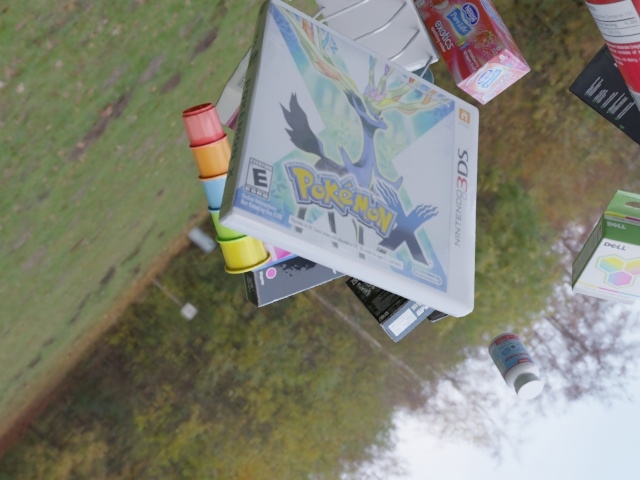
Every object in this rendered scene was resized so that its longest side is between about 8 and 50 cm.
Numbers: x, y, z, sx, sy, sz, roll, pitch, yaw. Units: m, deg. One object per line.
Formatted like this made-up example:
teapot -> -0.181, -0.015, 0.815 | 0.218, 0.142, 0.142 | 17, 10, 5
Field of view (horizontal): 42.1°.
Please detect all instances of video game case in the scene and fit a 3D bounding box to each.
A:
video game case -> 0.053, -0.097, 0.978 | 0.036, 0.329, 0.300 | -32, -137, 50

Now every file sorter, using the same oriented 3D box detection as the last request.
file sorter -> 0.087, -0.436, 1.723 | 0.193, 0.277, 0.173 | -17, -155, 31

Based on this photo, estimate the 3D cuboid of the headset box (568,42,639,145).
headset box -> 0.654, -0.320, 1.579 | 0.131, 0.283, 0.246 | -46, 172, -36

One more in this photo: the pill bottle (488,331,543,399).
pill bottle -> 0.480, 0.308, 2.037 | 0.087, 0.087, 0.160 | -46, -142, 18

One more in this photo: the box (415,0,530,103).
box -> 0.323, -0.439, 1.780 | 0.128, 0.257, 0.123 | -35, 147, 26

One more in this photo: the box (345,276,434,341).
box -> 0.165, 0.085, 1.652 | 0.180, 0.077, 0.147 | -41, -135, -1

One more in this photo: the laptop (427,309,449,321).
laptop -> 0.106, 0.115, 2.119 | 0.408, 0.236, 0.382 | -13, 175, 19

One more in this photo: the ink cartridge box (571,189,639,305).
ink cartridge box -> 0.501, 0.016, 1.370 | 0.209, 0.109, 0.062 | 100, 4, -52

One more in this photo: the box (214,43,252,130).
box -> -0.090, -0.283, 1.764 | 0.127, 0.232, 0.148 | -47, -166, 56

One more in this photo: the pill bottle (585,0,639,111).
pill bottle -> 0.526, -0.365, 1.237 | 0.229, 0.407, 0.229 | -30, -156, 15

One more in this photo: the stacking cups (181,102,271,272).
stacking cups -> -0.184, -0.099, 1.560 | 0.096, 0.316, 0.096 | -16, -163, 5

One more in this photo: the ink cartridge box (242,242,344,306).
ink cartridge box -> 0.000, 0.000, 1.802 | 0.371, 0.175, 0.069 | -20, -156, -28

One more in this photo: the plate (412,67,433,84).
plate -> 0.168, -0.340, 1.896 | 0.188, 0.024, 0.188 | -19, -129, 26
